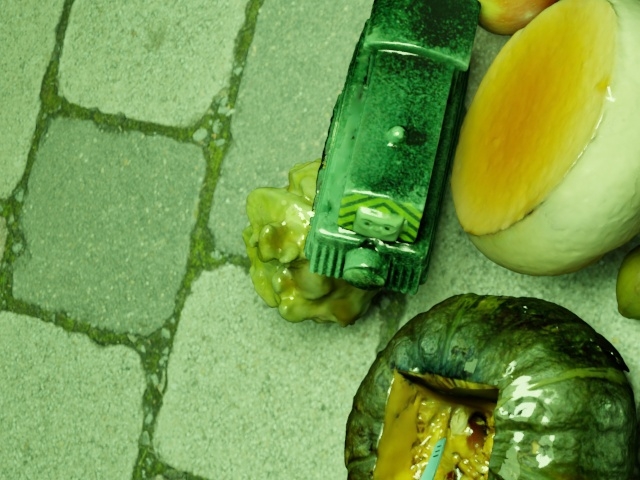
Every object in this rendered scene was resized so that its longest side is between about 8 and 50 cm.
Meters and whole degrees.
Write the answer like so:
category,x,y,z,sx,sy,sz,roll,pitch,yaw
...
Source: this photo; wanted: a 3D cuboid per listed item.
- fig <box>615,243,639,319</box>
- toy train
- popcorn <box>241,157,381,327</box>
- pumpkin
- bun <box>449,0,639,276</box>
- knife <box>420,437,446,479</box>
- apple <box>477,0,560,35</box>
category,x,y,z,sx,sy,sz,roll,pitch,yaw
fig,0.325,0.045,1.841,0.074,0.074,0.088,58,132,32
toy train,0.076,-0.115,1.911,0.138,0.178,0.330,13,62,1
popcorn,-0.001,-0.001,2.043,0.167,0.185,0.187,37,75,17
pumpkin,0.165,0.204,1.854,0.320,0.192,0.320,-11,72,39
bun,0.270,-0.100,1.850,0.299,0.165,0.299,-45,32,38
knife,0.101,0.230,1.770,0.014,0.005,0.091,25,94,41
apple,0.201,-0.299,1.963,0.139,0.163,0.163,-36,57,2
